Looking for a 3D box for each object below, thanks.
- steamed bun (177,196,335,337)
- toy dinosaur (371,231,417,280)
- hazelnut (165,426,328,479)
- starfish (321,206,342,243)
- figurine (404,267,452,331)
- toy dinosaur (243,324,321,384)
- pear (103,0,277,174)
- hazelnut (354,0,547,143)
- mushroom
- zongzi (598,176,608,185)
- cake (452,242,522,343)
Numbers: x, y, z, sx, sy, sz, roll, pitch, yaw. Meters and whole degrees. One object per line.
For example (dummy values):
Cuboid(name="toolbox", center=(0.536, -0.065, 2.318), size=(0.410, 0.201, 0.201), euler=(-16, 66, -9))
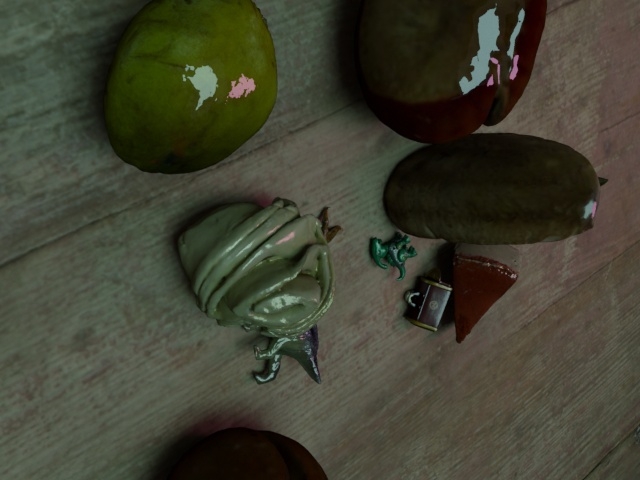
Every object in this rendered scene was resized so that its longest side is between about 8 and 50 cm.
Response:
Cuboid(name="steamed bun", center=(-0.096, 0.046, 1.162), size=(0.276, 0.203, 0.289), euler=(-45, 110, -26))
Cuboid(name="toy dinosaur", center=(0.171, 0.037, 1.470), size=(0.096, 0.059, 0.133), euler=(-31, 112, -13))
Cuboid(name="hazelnut", center=(-0.147, 0.601, 1.249), size=(0.402, 0.402, 0.430), euler=(35, 78, -37))
Cuboid(name="starfish", center=(0.005, 0.001, 1.345), size=(0.133, 0.041, 0.131), euler=(-21, 118, -28))
Cuboid(name="figurine", center=(0.261, 0.140, 1.559), size=(0.098, 0.082, 0.155), euler=(16, 96, -13))
Cuboid(name="toy dinosaur", center=(-0.081, 0.187, 1.324), size=(0.162, 0.077, 0.295), euler=(-19, 113, -21))
Cuboid(name="pear", center=(-0.204, -0.250, 0.987), size=(0.269, 0.269, 0.321), euler=(34, 98, -37))
Cuboid(name="hazelnut", center=(0.254, -0.391, 1.211), size=(0.358, 0.359, 0.410), euler=(-5, 116, -34))
Cuboid(name="mushroom", center=(0.371, -0.107, 1.344), size=(0.313, 0.397, 0.225), euler=(-11, 106, -28))
Cuboid(name="zongzi", center=(0.690, -0.100, 1.689), size=(0.094, 0.204, 0.205), euler=(-37, 124, -29))
Cuboid(name="cake", center=(0.428, 0.126, 1.589), size=(0.158, 0.159, 0.262), euler=(-50, 138, -54))
